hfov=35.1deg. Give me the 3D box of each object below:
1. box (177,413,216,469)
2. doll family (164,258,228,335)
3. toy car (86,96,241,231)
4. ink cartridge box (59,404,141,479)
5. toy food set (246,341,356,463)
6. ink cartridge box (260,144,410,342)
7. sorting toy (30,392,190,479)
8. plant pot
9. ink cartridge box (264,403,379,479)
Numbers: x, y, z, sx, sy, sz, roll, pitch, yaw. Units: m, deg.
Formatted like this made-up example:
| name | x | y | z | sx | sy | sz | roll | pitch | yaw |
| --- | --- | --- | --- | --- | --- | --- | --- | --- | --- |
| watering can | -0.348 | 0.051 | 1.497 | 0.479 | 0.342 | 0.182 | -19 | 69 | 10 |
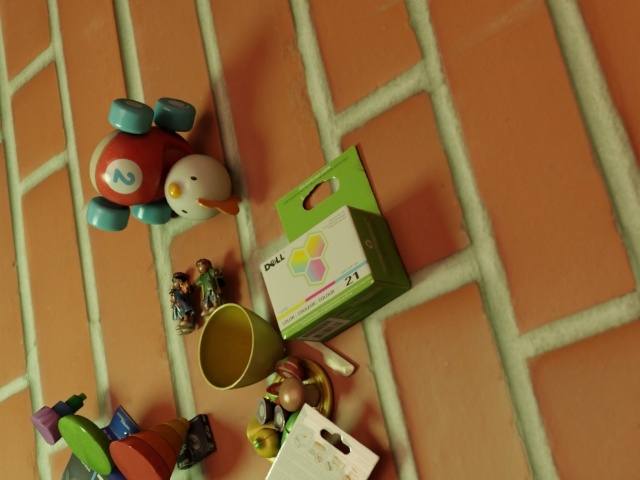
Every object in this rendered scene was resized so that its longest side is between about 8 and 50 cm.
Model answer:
| name | x | y | z | sx | sy | sz | roll | pitch | yaw |
| --- | --- | --- | --- | --- | --- | --- | --- | --- | --- |
| box | -0.216 | 0.341 | 1.709 | 0.083 | 0.018 | 0.067 | -36 | 60 | 31 |
| doll family | -0.215 | 0.088 | 1.718 | 0.193 | 0.076 | 0.111 | -26 | 71 | 39 |
| toy car | -0.243 | -0.099 | 1.705 | 0.238 | 0.210 | 0.219 | 27 | 111 | 28 |
| ink cartridge box | -0.412 | 0.479 | 1.828 | 0.165 | 0.065 | 0.333 | 36 | 105 | 40 |
| toy food set | -0.053 | 0.248 | 1.547 | 0.128 | 0.071 | 0.218 | 40 | 108 | 38 |
| ink cartridge box | 0.000 | 0.000 | 1.527 | 0.188 | 0.097 | 0.255 | -35 | 62 | 30 |
| sorting toy | -0.353 | 0.325 | 1.750 | 0.365 | 0.126 | 0.127 | 8 | 130 | 42 |
| plant pot | -0.114 | 0.173 | 1.594 | 0.134 | 0.095 | 0.134 | -16 | 67 | 43 |
| ink cartridge box | -0.001 | 0.350 | 1.486 | 0.145 | 0.045 | 0.179 | 32 | 101 | 26 |
